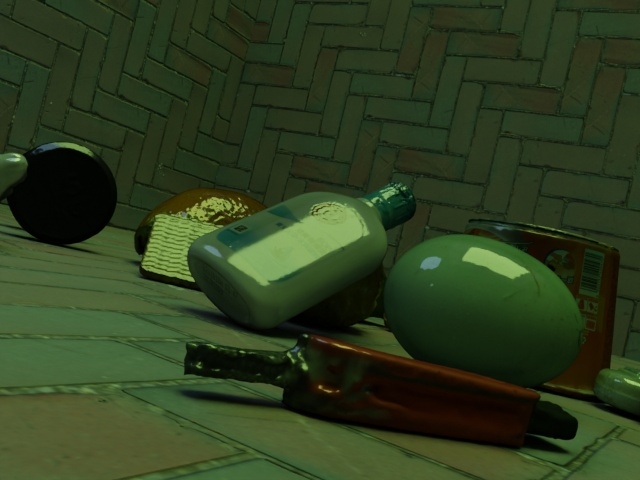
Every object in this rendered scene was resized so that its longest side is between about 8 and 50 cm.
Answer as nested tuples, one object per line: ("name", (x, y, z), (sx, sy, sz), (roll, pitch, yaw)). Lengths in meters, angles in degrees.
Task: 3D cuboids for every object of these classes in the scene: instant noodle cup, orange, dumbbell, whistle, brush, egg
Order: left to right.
("dumbbell", (-0.553, -0.104, 1.473), (0.203, 0.204, 0.322), (14, -1, -25))
("orange", (-0.216, -0.004, 1.447), (0.334, 0.196, 0.262), (9, -20, -33))
("brush", (0.058, 0.105, 0.502), (0.323, 0.051, 0.070), (14, 1, -26))
("egg", (0.180, 0.081, 0.794), (0.230, 0.168, 0.168), (20, 2, 30))
("instant noodle cup", (0.313, 0.096, 1.050), (0.296, 0.214, 0.296), (14, -2, 0))
("whistle", (0.407, 0.194, 0.842), (0.104, 0.057, 0.198), (19, -2, -3))

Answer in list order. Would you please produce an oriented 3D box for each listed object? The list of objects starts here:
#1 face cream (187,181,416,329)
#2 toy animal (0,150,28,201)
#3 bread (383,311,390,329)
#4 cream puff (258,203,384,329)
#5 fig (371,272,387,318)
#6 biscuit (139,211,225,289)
("face cream", (0.000, 0.000, 0.921), (0.336, 0.080, 0.163), (-25, 50, -37))
("toy animal", (-0.593, -0.102, 0.984), (0.289, 0.174, 0.249), (17, 9, -45))
("bread", (0.217, 0.147, 1.300), (0.114, 0.083, 0.211), (7, -7, 43))
("cream puff", (-0.007, 0.037, 1.092), (0.244, 0.196, 0.244), (-5, 27, 2))
("fig", (0.050, 0.064, 1.312), (0.233, 0.167, 0.167), (7, 1, -19))
("biscuit", (-0.172, 0.032, 1.202), (0.254, 0.029, 0.172), (13, 35, -11))
